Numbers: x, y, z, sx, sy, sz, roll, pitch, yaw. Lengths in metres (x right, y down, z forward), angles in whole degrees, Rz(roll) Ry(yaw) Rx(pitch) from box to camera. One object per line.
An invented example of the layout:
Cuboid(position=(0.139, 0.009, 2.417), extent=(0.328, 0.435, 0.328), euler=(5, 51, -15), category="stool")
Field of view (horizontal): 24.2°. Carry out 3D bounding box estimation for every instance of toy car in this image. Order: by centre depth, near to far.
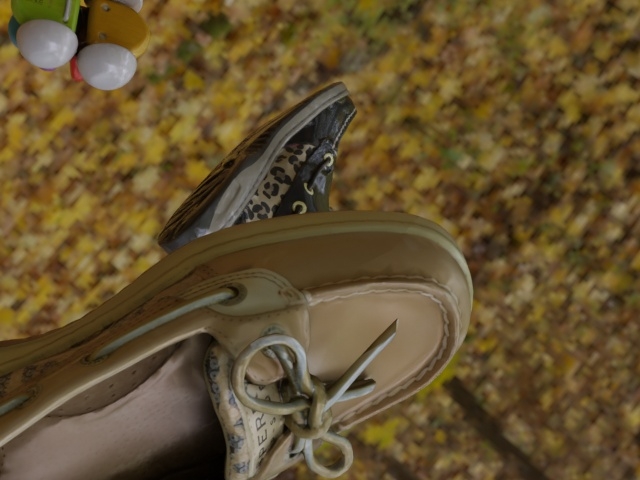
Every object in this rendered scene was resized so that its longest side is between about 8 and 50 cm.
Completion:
Cuboid(position=(-0.316, -0.265, 1.898), extent=(0.182, 0.159, 0.136), euler=(18, 147, -26), category="toy car")

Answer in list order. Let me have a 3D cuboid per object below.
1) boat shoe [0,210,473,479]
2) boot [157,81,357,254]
Cuboid(position=(-0.065, 0.073, 0.572), extent=(0.285, 0.089, 0.105), euler=(-21, 121, -8), category="boat shoe")
Cuboid(position=(-0.002, 0.001, 1.091), extent=(0.085, 0.179, 0.236), euler=(-31, -167, 39), category="boot")
